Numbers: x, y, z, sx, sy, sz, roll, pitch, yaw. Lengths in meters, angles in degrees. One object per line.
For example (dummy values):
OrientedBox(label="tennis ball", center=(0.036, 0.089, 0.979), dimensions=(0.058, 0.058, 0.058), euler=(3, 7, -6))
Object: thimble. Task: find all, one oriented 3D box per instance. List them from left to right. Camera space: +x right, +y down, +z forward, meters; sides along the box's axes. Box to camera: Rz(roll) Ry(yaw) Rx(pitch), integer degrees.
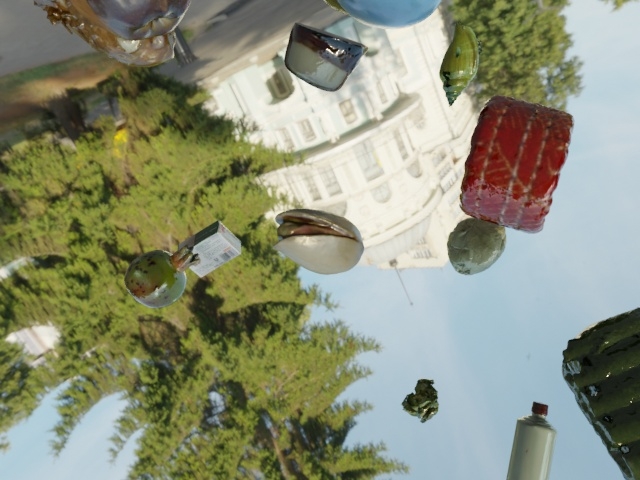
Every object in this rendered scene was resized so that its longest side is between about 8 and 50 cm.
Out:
OrientedBox(label="thimble", center=(0.509, -0.198, 1.282), dimensions=(0.230, 0.351, 0.350), euler=(18, -143, 20))

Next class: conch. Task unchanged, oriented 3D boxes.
OrientedBox(label="conch", center=(0.364, -0.456, 1.284), dimensions=(0.094, 0.201, 0.079), euler=(21, -151, 8))

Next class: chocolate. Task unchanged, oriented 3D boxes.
OrientedBox(label="chocolate", center=(0.012, -0.640, 1.738), dimensions=(0.283, 0.186, 0.284), euler=(14, -155, -7))

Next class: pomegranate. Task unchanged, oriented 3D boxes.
OrientedBox(label="pomegranate", center=(-0.407, 0.085, 1.261), dimensions=(0.205, 0.159, 0.159), euler=(-36, -163, 7))

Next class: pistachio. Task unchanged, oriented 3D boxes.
OrientedBox(label="pistachio", center=(0.000, 0.000, 1.027), dimensions=(0.215, 0.144, 0.143), euler=(15, 169, -38))

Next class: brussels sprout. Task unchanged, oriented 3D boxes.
OrientedBox(label="brussels sprout", center=(0.193, 0.301, 0.903), dimensions=(0.085, 0.058, 0.085), euler=(-54, 174, -8))

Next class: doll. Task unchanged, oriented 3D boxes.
OrientedBox(label="doll", center=(0.055, -0.377, 0.661), dimensions=(0.177, 0.141, 0.314), euler=(7, -153, -44))

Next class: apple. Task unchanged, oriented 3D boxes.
OrientedBox(label="apple", center=(-0.339, -0.462, 0.855), dimensions=(0.229, 0.230, 0.230), euler=(-23, -162, 8))

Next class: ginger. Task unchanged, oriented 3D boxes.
OrientedBox(label="ginger", center=(-0.504, -0.517, 1.022), dimensions=(0.176, 0.418, 0.254), euler=(-45, -169, 27))

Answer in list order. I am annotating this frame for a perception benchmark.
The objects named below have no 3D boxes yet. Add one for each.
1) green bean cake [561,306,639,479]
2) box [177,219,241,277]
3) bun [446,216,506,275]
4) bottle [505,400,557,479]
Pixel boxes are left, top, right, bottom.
OrientedBox(label="green bean cake", center=(0.636, 0.342, 0.975), dimensions=(0.217, 0.319, 0.335), euler=(-24, -132, 14))
OrientedBox(label="box", center=(-0.409, 0.032, 1.801), dimensions=(0.198, 0.135, 0.081), euler=(-30, -142, 14))
OrientedBox(label="bun", center=(0.508, 0.004, 1.616), dimensions=(0.220, 0.134, 0.220), euler=(-44, -161, 20))
OrientedBox(label="bottle", center=(0.568, 0.556, 1.306), dimensions=(0.104, 0.104, 0.246), euler=(3, -104, 56))
